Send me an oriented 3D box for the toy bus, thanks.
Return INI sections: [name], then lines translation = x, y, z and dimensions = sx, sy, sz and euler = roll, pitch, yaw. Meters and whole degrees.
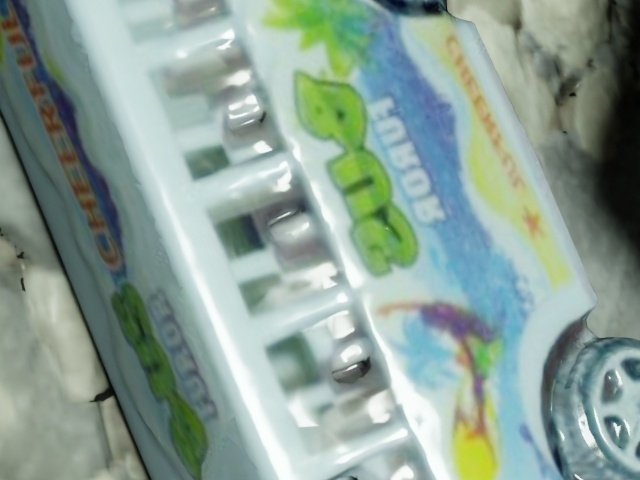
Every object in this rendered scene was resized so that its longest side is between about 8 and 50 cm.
[toy bus]
translation = 0.000, 0.000, 0.567
dimensions = 0.136, 0.109, 0.330
euler = -20, 85, -33
